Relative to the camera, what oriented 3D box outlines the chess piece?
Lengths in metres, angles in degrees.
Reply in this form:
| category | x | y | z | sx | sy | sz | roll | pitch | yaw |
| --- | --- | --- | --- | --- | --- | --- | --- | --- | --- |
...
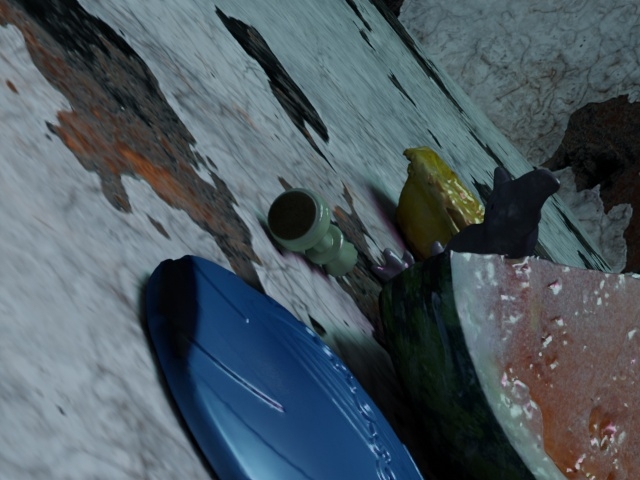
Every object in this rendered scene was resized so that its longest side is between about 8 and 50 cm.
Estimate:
| category | x | y | z | sx | sy | sz | roll | pitch | yaw |
| --- | --- | --- | --- | --- | --- | --- | --- | --- | --- |
| chess piece | 0.000 | 0.000 | 1.063 | 0.042 | 0.042 | 0.093 | 59 | 8 | 31 |

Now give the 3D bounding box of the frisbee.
| category | x | y | z | sx | sy | sz | roll | pitch | yaw |
| --- | --- | --- | --- | --- | --- | --- | --- | --- | --- |
| frisbee | 0.006 | 0.098 | 0.774 | 0.242 | 0.045 | 0.242 | 49 | 10 | -12 |

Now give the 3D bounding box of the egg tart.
| category | x | y | z | sx | sy | sz | roll | pitch | yaw |
| --- | --- | --- | --- | --- | --- | --- | --- | --- | --- |
| egg tart | 0.128 | -0.004 | 1.487 | 0.191 | 0.074 | 0.191 | 49 | 11 | -13 |

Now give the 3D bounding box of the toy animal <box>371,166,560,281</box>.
| category | x | y | z | sx | sy | sz | roll | pitch | yaw |
| --- | --- | --- | --- | --- | --- | --- | --- | --- | --- |
| toy animal | 0.130 | 0.064 | 1.193 | 0.206 | 0.081 | 0.367 | 34 | -31 | 46 |

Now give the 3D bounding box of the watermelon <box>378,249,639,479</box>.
| category | x | y | z | sx | sy | sz | roll | pitch | yaw |
| --- | --- | --- | --- | --- | --- | --- | --- | --- | --- |
| watermelon | 0.151 | 0.112 | 1.005 | 0.256 | 0.176 | 0.260 | -30 | 101 | -83 |
